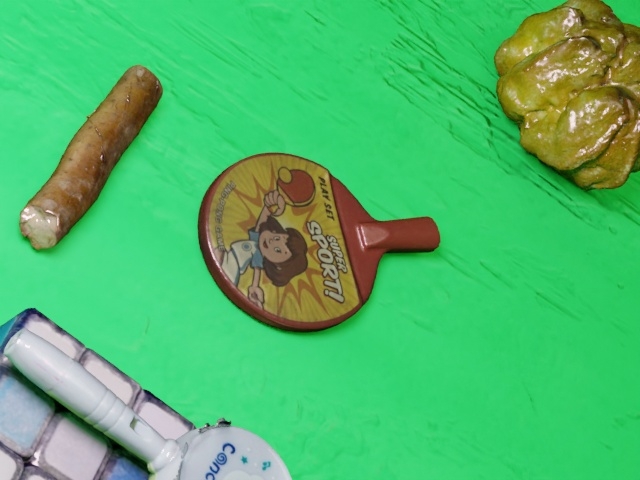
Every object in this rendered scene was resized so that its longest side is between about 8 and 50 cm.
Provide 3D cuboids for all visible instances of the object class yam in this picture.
[{"bbox_3d":[-0.222,-0.084,1.696,0.057,0.057,0.241,43,49,-16],"label":"yam"}]

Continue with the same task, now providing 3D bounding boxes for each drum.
[{"bbox_3d":[-0.114,0.141,1.280,0.253,0.049,0.130,52,46,-7],"label":"drum"}]

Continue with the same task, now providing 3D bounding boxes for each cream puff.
[{"bbox_3d":[0.329,-0.185,2.136,0.244,0.196,0.244,34,21,-16],"label":"cream puff"}]

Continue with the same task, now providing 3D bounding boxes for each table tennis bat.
[{"bbox_3d":[0.000,0.000,1.857,0.310,0.038,0.200,-3,72,-37],"label":"table tennis bat"}]

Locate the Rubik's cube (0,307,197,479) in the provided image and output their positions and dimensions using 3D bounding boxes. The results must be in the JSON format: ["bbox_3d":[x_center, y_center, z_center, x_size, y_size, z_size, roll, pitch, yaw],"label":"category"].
[{"bbox_3d":[-0.237,0.275,1.344,0.293,0.287,0.292,37,50,-20],"label":"Rubik's cube"}]
